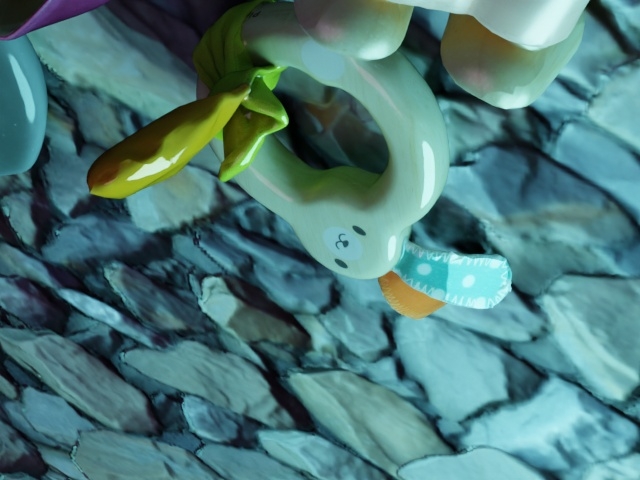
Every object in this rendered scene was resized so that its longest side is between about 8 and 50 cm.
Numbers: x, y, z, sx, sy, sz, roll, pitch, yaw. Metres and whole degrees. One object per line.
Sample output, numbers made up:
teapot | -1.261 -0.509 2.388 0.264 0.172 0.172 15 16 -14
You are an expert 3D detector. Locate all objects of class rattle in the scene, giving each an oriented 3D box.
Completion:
rattle | 0.000 0.000 0.767 0.130 0.143 0.200 -9 124 21

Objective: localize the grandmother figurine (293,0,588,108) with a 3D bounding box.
grandmother figurine | 0.084 -0.181 0.515 0.208 0.104 0.342 10 146 -16

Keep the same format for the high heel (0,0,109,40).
high heel | -0.078 -0.177 0.621 0.082 0.117 0.244 34 146 0

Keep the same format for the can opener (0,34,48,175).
can opener | -0.196 -0.142 0.820 0.093 0.074 0.280 -8 141 -2
